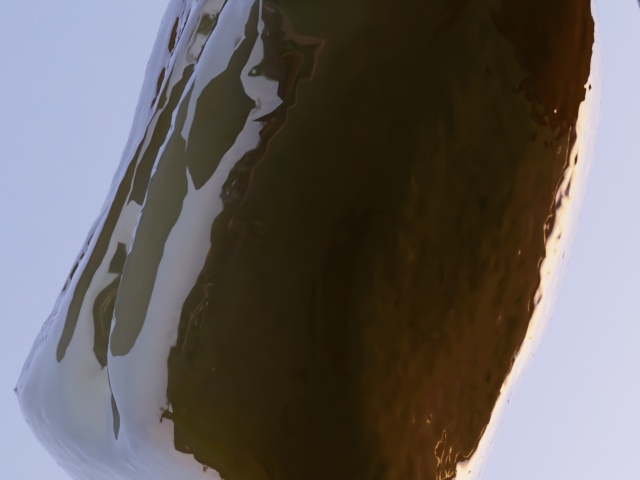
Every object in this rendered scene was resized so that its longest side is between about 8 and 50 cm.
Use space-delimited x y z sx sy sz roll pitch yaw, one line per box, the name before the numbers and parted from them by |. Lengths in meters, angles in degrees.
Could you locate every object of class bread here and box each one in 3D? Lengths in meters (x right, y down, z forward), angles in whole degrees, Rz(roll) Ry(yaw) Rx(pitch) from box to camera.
bread | 0.000 0.000 0.833 0.253 0.348 0.376 26 -106 -17

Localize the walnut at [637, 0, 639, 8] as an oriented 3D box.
walnut | 0.276 -0.155 0.773 0.261 0.225 0.225 37 -102 14
